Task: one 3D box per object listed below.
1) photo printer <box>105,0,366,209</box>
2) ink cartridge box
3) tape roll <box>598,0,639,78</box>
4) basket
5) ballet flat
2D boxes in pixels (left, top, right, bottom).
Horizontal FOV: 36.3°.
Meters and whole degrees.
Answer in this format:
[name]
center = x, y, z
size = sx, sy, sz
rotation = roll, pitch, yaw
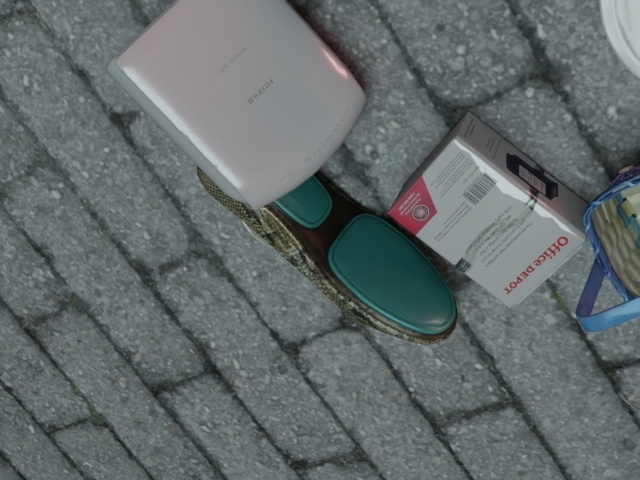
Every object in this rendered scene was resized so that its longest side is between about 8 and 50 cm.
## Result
[photo printer]
center = -0.104, -0.215, 1.374
size = 0.256, 0.107, 0.307
rotation = -44, 102, -7
[ink cartridge box]
center = 0.248, -0.042, 1.425
size = 0.237, 0.100, 0.172
rotation = 37, 126, -4
[tape roll]
center = 0.482, -0.311, 1.165
size = 0.286, 0.100, 0.286
rotation = 10, 124, 15
[basket]
center = 0.460, -0.001, 1.253
size = 0.255, 0.289, 0.201
rotation = -25, 110, 30
[ballet flat]
center = 0.000, 0.000, 1.535
size = 0.483, 0.164, 0.182
rotation = 40, 148, 0
